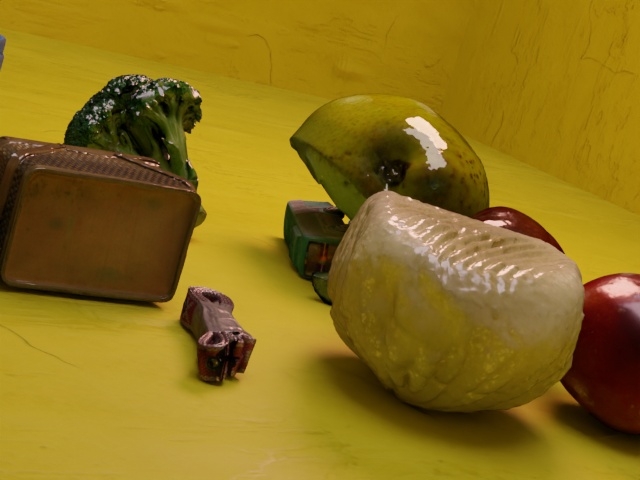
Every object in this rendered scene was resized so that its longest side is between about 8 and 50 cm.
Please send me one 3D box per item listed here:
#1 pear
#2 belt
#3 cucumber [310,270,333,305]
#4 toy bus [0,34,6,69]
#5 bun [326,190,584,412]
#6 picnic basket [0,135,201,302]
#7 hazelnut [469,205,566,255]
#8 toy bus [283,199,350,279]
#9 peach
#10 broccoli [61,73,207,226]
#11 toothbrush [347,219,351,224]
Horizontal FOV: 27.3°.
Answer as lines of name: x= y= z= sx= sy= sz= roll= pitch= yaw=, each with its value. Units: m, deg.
pear: x=0.140 y=-0.098 z=2.072 sx=0.342 sy=0.238 sz=0.318 roll=48 pitch=-3 yaw=-9
belt: x=-0.126 y=0.109 z=1.584 sx=0.071 sy=0.053 sz=0.232 roll=15 pitch=12 yaw=-14
cucumber: x=0.076 y=0.078 z=2.008 sx=0.070 sy=0.046 sz=0.220 roll=29 pitch=19 yaw=36
toy bus: x=-0.582 y=-0.238 z=2.063 sx=0.133 sy=0.234 sz=0.116 roll=21 pitch=13 yaw=7
bun: x=0.158 y=0.086 z=1.654 sx=0.352 sy=0.227 sz=0.349 roll=28 pitch=16 yaw=31
picnic basket: x=-0.301 y=-0.025 z=1.670 sx=0.266 sy=0.165 sz=0.139 roll=7 pitch=16 yaw=-34
hazelnut: x=0.256 y=0.062 z=1.931 sx=0.229 sy=0.229 sz=0.229 roll=16 pitch=13 yaw=-4
toy bus: x=0.000 y=0.000 z=2.155 sx=0.109 sy=0.091 sz=0.262 roll=4 pitch=13 yaw=-9
peach: x=0.420 y=0.153 z=1.766 sx=0.243 sy=0.199 sz=0.243 roll=46 pitch=-1 yaw=1
broccoli: x=-0.282 y=-0.124 z=2.097 sx=0.254 sy=0.269 sz=0.269 roll=-32 pitch=29 yaw=-11
toothbrush: x=0.065 y=0.009 z=2.323 sx=0.026 sy=0.028 sz=0.294 roll=14 pitch=13 yaw=-6
